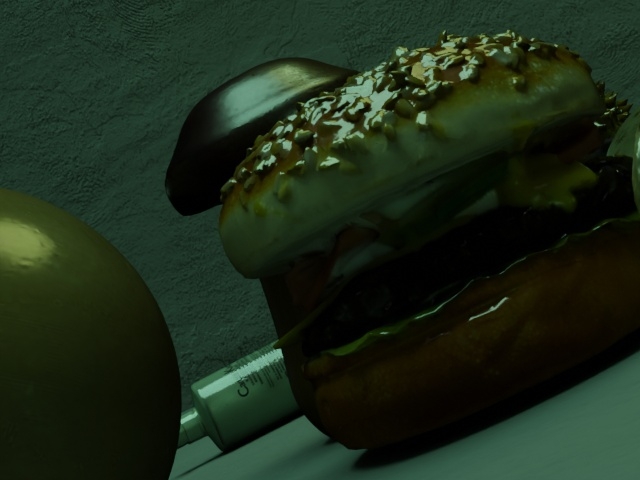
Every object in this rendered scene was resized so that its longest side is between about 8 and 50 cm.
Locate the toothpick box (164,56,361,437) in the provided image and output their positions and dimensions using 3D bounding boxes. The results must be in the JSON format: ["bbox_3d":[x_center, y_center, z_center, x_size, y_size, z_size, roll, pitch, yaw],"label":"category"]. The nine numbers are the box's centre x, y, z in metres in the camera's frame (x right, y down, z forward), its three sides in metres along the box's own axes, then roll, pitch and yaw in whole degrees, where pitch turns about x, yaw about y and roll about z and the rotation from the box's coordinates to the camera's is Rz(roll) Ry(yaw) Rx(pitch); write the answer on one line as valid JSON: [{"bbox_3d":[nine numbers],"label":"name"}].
[{"bbox_3d":[0.000,0.000,1.134,0.192,0.294,0.192,-26,-1,-1],"label":"toothpick box"}]

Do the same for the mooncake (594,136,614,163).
[{"bbox_3d":[0.233,-0.012,1.474,0.283,0.141,0.283,-23,-2,-1],"label":"mooncake"}]

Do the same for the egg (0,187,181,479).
[{"bbox_3d":[-0.245,0.109,0.941,0.301,0.301,0.374,-26,1,-18],"label":"egg"}]

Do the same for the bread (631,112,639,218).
[{"bbox_3d":[0.300,-0.094,0.687,0.314,0.171,0.192,-26,2,20],"label":"bread"}]

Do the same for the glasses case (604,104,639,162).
[{"bbox_3d":[0.376,-0.107,0.928,0.425,0.098,0.156,-28,40,33],"label":"glasses case"}]

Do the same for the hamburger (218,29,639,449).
[{"bbox_3d":[0.082,-0.007,0.908,0.291,0.225,0.291,-24,-5,-2],"label":"hamburger"}]

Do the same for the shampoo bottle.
[{"bbox_3d":[-0.055,0.161,1.547,0.262,0.085,0.085,-26,-2,-12],"label":"shampoo bottle"}]

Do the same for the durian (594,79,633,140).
[{"bbox_3d":[0.248,-0.089,1.901,0.384,0.348,0.347,5,0,4],"label":"durian"}]
